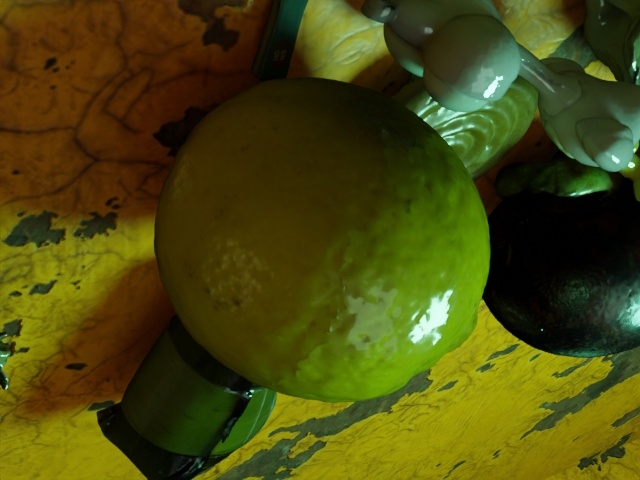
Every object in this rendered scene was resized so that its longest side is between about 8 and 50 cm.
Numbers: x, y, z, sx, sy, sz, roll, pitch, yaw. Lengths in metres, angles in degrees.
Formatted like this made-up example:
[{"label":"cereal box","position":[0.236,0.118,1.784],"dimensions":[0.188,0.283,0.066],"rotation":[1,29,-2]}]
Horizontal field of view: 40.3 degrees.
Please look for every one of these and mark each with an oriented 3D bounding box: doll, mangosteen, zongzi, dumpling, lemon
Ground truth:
[{"label":"doll","position":[0.188,-0.145,0.796],"dimensions":[0.365,0.160,0.094],"rotation":[18,127,-29]},{"label":"mangosteen","position":[0.333,0.009,1.117],"dimensions":[0.288,0.288,0.288],"rotation":[-21,148,-14]},{"label":"zongzi","position":[-0.087,0.145,1.103],"dimensions":[0.289,0.154,0.318],"rotation":[-52,162,27]},{"label":"dumpling","position":[0.323,-0.226,0.919],"dimensions":[0.166,0.086,0.332],"rotation":[-59,152,-15]},{"label":"lemon","position":[0.000,0.001,0.783],"dimensions":[0.297,0.297,0.297],"rotation":[-21,148,-14]}]

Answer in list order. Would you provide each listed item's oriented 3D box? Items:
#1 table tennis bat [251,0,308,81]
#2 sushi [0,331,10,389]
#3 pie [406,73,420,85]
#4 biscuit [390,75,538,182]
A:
[{"label":"table tennis bat","position":[-0.008,-0.239,0.690],"dimensions":[0.154,0.021,0.274],"rotation":[-9,142,-30]},{"label":"sushi","position":[-0.462,0.142,0.718],"dimensions":[0.418,0.175,0.417],"rotation":[-21,148,-14]},{"label":"pie","position":[0.127,-0.167,0.906],"dimensions":[0.085,0.020,0.084],"rotation":[-21,148,-13]},{"label":"biscuit","position":[0.129,-0.102,0.961],"dimensions":[0.262,0.037,0.262],"rotation":[-21,155,-11]}]
